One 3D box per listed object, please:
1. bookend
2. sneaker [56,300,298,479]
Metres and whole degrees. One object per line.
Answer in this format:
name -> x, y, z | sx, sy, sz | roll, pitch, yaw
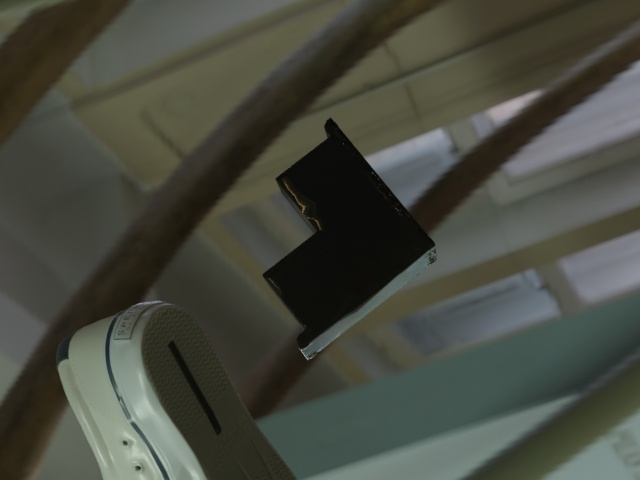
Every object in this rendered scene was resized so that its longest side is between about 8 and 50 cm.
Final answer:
bookend -> 0.000, 0.000, 1.421 | 0.156, 0.157, 0.072 | 51, 176, 13
sneaker -> -0.079, 0.153, 0.957 | 0.094, 0.091, 0.258 | -41, -66, -48
